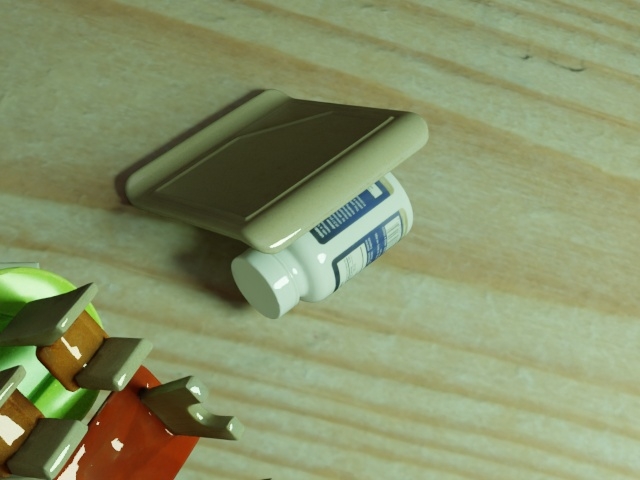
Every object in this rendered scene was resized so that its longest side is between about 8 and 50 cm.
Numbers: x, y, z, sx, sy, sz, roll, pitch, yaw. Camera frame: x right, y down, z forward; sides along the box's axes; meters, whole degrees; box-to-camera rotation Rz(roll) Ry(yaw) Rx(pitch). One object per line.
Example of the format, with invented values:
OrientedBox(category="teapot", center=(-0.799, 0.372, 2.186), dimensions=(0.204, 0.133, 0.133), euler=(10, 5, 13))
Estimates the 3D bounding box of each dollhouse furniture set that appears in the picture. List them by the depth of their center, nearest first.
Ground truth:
OrientedBox(category="dollhouse furniture set", center=(-0.167, 0.203, 0.689), dimensions=(0.262, 0.135, 0.259), euler=(52, 49, -23))

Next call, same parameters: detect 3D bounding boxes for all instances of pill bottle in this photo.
OrientedBox(category="pill bottle", center=(0.000, 0.000, 0.976), dimensions=(0.169, 0.094, 0.094), euler=(-36, 70, -27))

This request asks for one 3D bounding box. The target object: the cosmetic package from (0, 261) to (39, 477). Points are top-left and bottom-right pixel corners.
OrientedBox(category="cosmetic package", center=(-0.386, 0.110, 0.832), dimensions=(0.309, 0.113, 0.160), euler=(-2, 59, -10))

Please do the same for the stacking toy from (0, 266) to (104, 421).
OrientedBox(category="stacking toy", center=(-0.288, 0.166, 0.736), dimensions=(0.279, 0.130, 0.309), euler=(-22, 102, -36))

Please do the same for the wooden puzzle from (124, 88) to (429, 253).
OrientedBox(category="wooden puzzle", center=(-0.045, -0.071, 0.994), dimensions=(0.221, 0.044, 0.239), euler=(-37, 36, -27))
